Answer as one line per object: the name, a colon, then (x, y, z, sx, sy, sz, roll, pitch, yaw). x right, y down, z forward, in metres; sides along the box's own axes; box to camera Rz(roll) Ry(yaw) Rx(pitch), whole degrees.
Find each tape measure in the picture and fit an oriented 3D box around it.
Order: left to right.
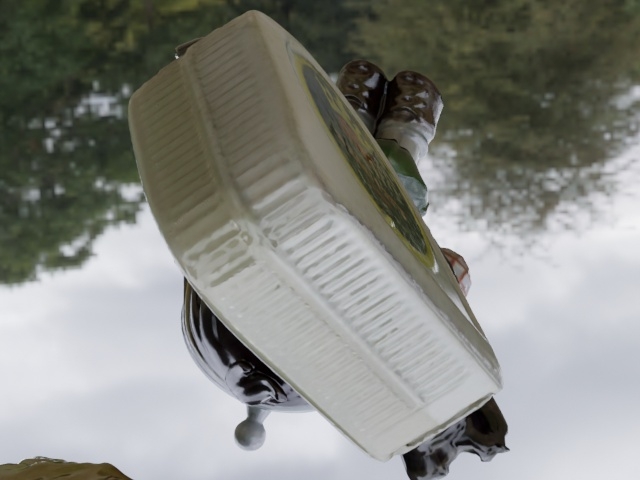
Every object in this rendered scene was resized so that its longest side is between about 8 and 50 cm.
tape measure: (-0.007, -0.001, 0.821, 0.133, 0.271, 0.231, -35, -140, 12)

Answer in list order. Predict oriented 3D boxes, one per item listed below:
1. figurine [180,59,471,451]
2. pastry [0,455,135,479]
figurine: (0.000, 0.000, 1.152, 0.281, 0.167, 0.370, 15, -123, 15)
pastry: (-0.162, 0.335, 0.926, 0.313, 0.388, 0.388, -15, -168, -11)
